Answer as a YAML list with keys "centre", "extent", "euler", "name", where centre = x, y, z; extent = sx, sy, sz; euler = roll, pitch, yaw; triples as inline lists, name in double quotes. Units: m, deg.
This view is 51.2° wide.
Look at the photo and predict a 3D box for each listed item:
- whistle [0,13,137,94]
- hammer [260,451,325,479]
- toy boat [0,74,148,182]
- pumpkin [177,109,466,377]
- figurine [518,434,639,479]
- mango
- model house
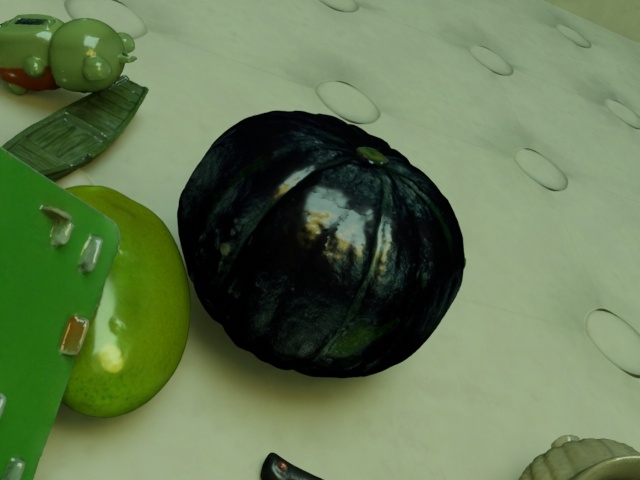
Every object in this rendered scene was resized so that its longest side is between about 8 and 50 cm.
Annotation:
- centre: [-0.408, -0.273, 0.984]
  extent: [0.288, 0.106, 0.131]
  euler: [3, 39, 8]
  name: "whistle"
- centre: [0.066, 0.312, 0.748]
  extent: [0.288, 0.033, 0.111]
  euler: [25, 40, -6]
  name: "hammer"
- centre: [-0.346, -0.155, 0.963]
  extent: [0.093, 0.055, 0.293]
  euler: [30, 39, 1]
  name: "toy boat"
- centre: [0.000, 0.000, 0.836]
  extent: [0.363, 0.266, 0.363]
  euler: [25, 29, -15]
  name: "pumpkin"
- centre: [0.321, 0.391, 0.751]
  extent: [0.185, 0.204, 0.332]
  euler: [12, 71, -23]
  name: "figurine"
- centre: [-0.233, 0.062, 0.734]
  extent: [0.185, 0.149, 0.273]
  euler: [-2, 54, -46]
  name: "mango"
- centre: [-0.397, 0.097, 0.569]
  extent: [0.242, 0.313, 0.357]
  euler: [41, 55, -56]
  name: "model house"
